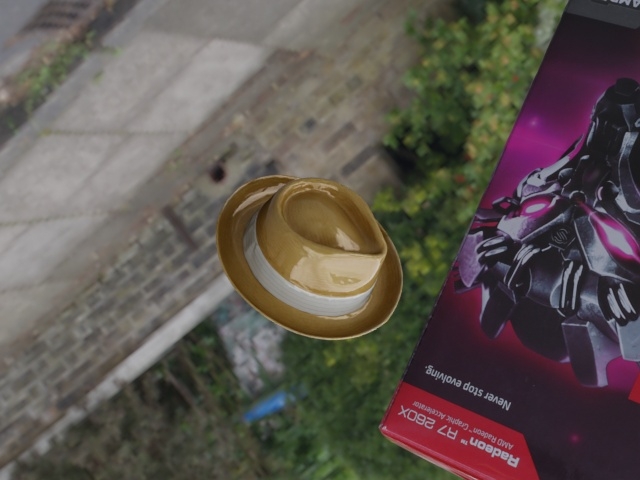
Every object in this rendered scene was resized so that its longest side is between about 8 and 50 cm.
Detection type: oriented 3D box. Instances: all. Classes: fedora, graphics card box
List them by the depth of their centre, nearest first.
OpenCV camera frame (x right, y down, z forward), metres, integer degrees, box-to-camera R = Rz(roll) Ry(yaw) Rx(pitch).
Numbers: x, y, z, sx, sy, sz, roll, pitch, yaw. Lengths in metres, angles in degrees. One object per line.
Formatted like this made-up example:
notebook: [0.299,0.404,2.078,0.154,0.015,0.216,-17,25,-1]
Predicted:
graphics card box: [0.219,0.010,0.818,0.370,0.233,0.094,-64,151,-6]
fedora: [0.000,0.000,1.193,0.194,0.194,0.079,-34,167,-36]
